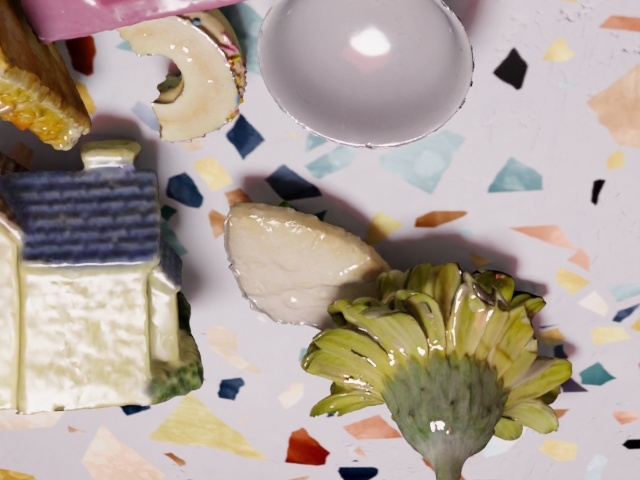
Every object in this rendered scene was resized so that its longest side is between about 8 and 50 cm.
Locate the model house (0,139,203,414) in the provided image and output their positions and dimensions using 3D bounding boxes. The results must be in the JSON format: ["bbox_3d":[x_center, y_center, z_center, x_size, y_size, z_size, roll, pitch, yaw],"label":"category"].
[{"bbox_3d":[-0.291,0.021,1.188,0.321,0.261,0.266,-2,109,-9],"label":"model house"}]

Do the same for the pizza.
[{"bbox_3d":[-0.305,-0.214,0.986,0.087,0.257,0.268,-24,172,3],"label":"pizza"}]

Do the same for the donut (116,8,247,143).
[{"bbox_3d":[-0.120,-0.170,1.049,0.108,0.065,0.166,-2,132,14],"label":"donut"}]

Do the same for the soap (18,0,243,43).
[{"bbox_3d":[-0.179,-0.344,0.855,0.233,0.128,0.359,-8,131,16],"label":"soap"}]

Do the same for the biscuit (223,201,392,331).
[{"bbox_3d":[-0.017,0.042,1.226,0.188,0.040,0.265,-23,133,37],"label":"biscuit"}]

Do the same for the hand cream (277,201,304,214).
[{"bbox_3d":[0.000,0.000,1.217,0.122,0.023,0.036,37,129,-27],"label":"hand cream"}]

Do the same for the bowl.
[{"bbox_3d":[0.045,-0.179,0.992,0.189,0.086,0.189,7,136,7],"label":"bowl"}]

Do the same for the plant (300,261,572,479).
[{"bbox_3d":[0.134,0.150,1.191,0.306,0.297,0.261,11,109,-4],"label":"plant"}]
